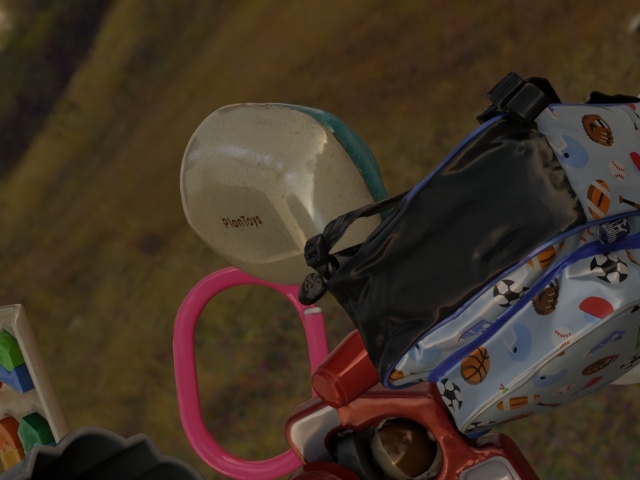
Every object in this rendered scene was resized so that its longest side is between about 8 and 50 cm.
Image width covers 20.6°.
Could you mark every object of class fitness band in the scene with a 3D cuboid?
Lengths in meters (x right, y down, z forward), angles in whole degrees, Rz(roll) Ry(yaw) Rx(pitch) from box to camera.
[{"bbox_3d":[-0.091,0.177,2.358,0.054,0.209,0.291,148,116,-85],"label":"fitness band"}]

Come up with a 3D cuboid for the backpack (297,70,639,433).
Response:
[{"bbox_3d":[0.171,0.005,1.294,0.263,0.213,0.276,-21,-13,-45],"label":"backpack"}]

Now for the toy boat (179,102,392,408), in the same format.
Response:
[{"bbox_3d":[0.000,0.000,1.683,0.148,0.318,0.267,-39,24,-29],"label":"toy boat"}]

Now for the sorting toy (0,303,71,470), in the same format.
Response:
[{"bbox_3d":[-0.306,0.161,1.760,0.038,0.193,0.208,-23,7,-26],"label":"sorting toy"}]

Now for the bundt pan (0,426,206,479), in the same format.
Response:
[{"bbox_3d":[-0.191,0.326,1.425,0.124,0.331,0.331,-24,30,35],"label":"bundt pan"}]

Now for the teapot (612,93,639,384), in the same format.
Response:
[{"bbox_3d":[0.280,0.012,1.751,0.187,0.256,0.253,37,141,53],"label":"teapot"}]

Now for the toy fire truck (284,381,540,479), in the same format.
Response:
[{"bbox_3d":[0.113,0.275,1.932,0.254,0.302,0.169,-28,13,21],"label":"toy fire truck"}]
